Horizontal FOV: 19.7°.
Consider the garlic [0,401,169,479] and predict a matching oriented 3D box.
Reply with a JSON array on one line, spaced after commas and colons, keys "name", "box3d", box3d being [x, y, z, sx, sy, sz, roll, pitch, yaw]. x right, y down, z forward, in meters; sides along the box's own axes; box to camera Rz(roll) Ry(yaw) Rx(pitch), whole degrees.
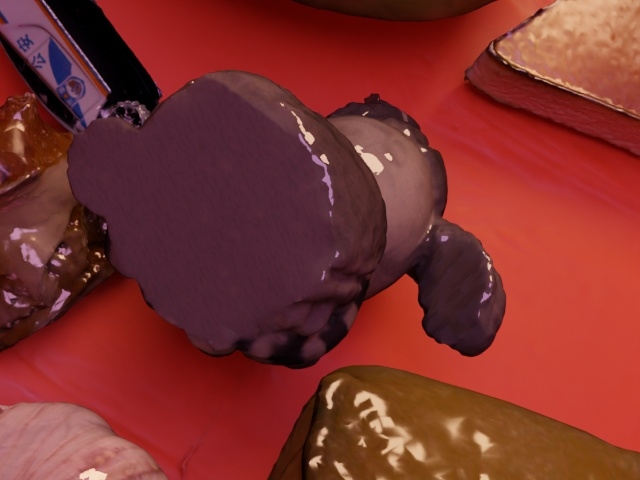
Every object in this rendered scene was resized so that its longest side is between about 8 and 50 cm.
[{"name": "garlic", "box3d": [-0.163, 0.182, 0.842, 0.199, 0.226, 0.199, 3, 96, 24]}]

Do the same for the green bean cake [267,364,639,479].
[{"name": "green bean cake", "box3d": [0.081, 0.239, 0.876, 0.285, 0.202, 0.310, 24, 33, -7]}]

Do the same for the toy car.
[{"name": "toy car", "box3d": [-0.132, -0.098, 1.028, 0.056, 0.095, 0.205, -38, 84, 14]}]

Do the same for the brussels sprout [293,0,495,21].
[{"name": "brussels sprout", "box3d": [0.032, -0.272, 1.047, 0.328, 0.247, 0.328, 3, 74, -10]}]

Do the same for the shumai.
[{"name": "shumai", "box3d": [-0.174, -0.016, 0.972, 0.145, 0.116, 0.145, 4, 72, -13]}]

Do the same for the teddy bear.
[{"name": "teddy bear", "box3d": [0.001, 0.007, 0.967, 0.171, 0.251, 0.144, 47, 108, 28]}]

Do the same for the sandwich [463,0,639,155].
[{"name": "sandwich", "box3d": [0.209, -0.095, 1.122, 0.193, 0.058, 0.162, -34, 82, -24]}]
